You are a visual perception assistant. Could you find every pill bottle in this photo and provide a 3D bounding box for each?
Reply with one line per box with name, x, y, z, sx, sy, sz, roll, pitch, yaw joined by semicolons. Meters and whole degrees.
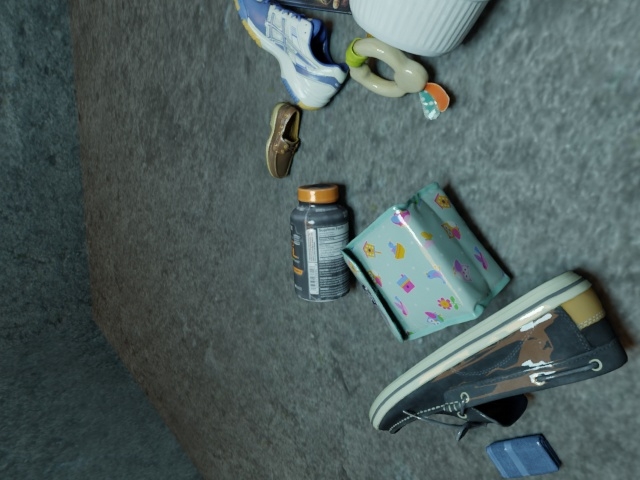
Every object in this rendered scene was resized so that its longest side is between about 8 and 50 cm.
pill bottle;0.000;0.000;0.897;0.130;0.130;0.246;12;111;41

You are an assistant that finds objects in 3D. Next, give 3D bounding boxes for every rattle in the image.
rattle;0.156;-0.317;0.709;0.199;0.143;0.130;25;154;19

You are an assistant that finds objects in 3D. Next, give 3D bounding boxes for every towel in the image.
towel;0.370;0.397;0.744;0.119;0.029;0.067;-44;73;44

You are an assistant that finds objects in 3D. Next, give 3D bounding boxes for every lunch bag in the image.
lunch bag;0.157;0.058;0.746;0.223;0.160;0.262;56;142;5

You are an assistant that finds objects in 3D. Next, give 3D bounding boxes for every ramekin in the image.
ramekin;0.140;-0.363;0.592;0.207;0.207;0.109;48;140;22

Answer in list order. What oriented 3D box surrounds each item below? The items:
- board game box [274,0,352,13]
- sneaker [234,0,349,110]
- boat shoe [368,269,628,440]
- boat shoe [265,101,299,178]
board game box;-0.004;-0.538;0.779;0.243;0.042;0.165;29;123;34
sneaker;-0.051;-0.420;0.818;0.131;0.112;0.296;-31;98;39
boat shoe;0.261;0.246;0.693;0.500;0.186;0.156;-49;64;36
boat shoe;-0.085;-0.228;0.947;0.060;0.064;0.178;28;119;37
